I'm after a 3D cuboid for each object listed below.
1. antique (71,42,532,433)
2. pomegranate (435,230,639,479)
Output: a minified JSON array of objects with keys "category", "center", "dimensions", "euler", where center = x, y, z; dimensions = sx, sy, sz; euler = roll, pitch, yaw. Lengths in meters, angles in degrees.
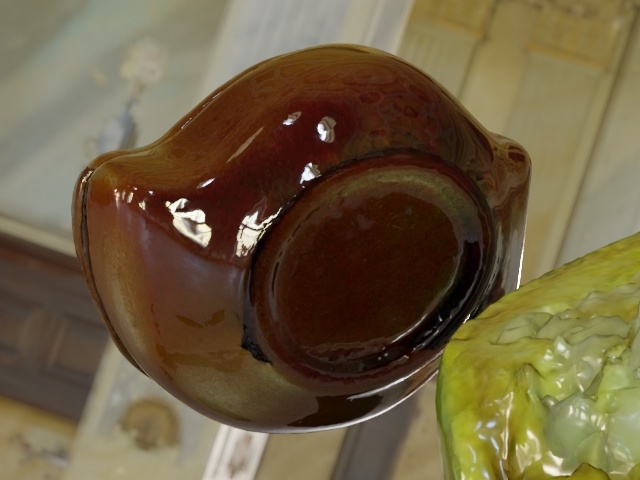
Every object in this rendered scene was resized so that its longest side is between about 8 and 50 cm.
[{"category":"antique","center":[0.000,0.000,1.027],"dimensions":[0.278,0.223,0.129],"euler":[1,14,-31]},{"category":"pomegranate","center":[0.225,0.100,0.697],"dimensions":[0.359,0.216,0.310],"euler":[-15,9,-24]}]
